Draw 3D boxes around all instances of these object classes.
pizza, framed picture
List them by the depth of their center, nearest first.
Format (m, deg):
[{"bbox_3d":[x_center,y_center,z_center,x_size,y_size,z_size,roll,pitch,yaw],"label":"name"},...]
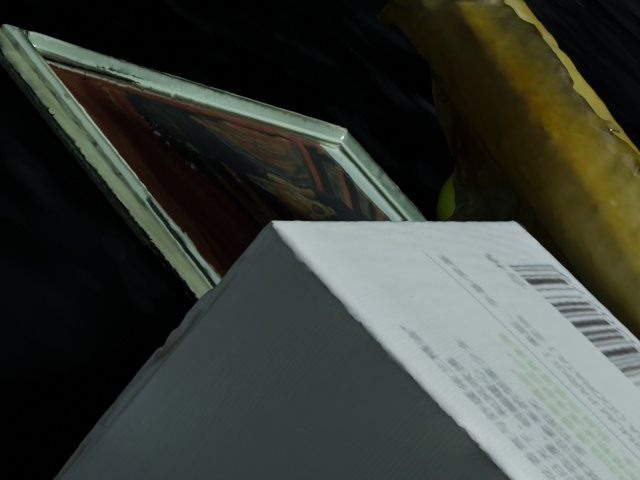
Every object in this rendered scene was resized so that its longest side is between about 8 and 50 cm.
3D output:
[{"bbox_3d":[0.114,0.050,0.735,0.323,0.089,0.223,59,-2,14],"label":"pizza"},{"bbox_3d":[0.000,0.000,0.816,0.216,0.016,0.273,50,18,26],"label":"framed picture"}]

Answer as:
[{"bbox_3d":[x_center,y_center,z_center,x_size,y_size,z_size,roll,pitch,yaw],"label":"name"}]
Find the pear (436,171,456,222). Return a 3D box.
[{"bbox_3d":[0.102,-0.005,0.946,0.092,0.092,0.097,27,61,-39],"label":"pear"}]

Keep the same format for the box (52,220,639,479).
[{"bbox_3d":[0.079,0.115,0.535,0.260,0.111,0.194,48,18,17],"label":"box"}]
